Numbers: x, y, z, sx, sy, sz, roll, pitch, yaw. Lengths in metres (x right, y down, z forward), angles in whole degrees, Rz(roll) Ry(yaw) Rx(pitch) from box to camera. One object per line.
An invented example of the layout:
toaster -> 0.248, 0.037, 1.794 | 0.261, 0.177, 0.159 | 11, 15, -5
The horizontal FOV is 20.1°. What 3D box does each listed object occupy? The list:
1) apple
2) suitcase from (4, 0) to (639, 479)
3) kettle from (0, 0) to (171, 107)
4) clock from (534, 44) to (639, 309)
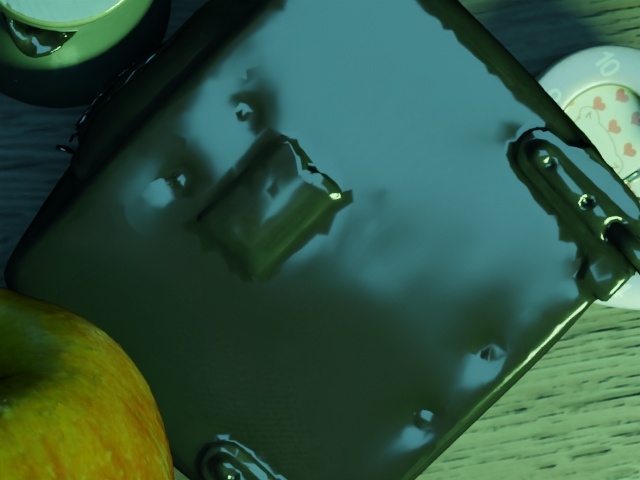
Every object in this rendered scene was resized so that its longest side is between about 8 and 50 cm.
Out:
apple -> -0.210, 0.153, 1.015 | 0.301, 0.301, 0.301 | 0, 88, -9
suitcase -> 0.000, 0.000, 1.180 | 0.339, 0.188, 0.345 | 44, 98, -6
kettle -> -0.159, -0.203, 1.160 | 0.160, 0.243, 0.210 | 18, 84, -8
clock -> 0.204, -0.034, 1.299 | 0.172, 0.064, 0.198 | -35, 93, 3
